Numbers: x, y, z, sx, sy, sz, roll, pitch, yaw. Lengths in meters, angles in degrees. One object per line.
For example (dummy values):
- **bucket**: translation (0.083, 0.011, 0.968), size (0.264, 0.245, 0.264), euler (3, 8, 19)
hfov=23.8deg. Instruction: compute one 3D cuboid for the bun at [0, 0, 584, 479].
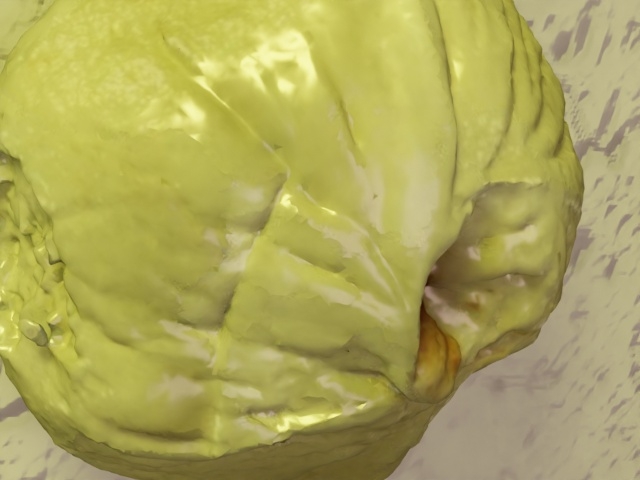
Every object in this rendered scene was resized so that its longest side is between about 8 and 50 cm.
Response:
- **bun**: translation (0.000, 0.000, 0.498), size (0.220, 0.134, 0.220), euler (-18, 123, -29)
